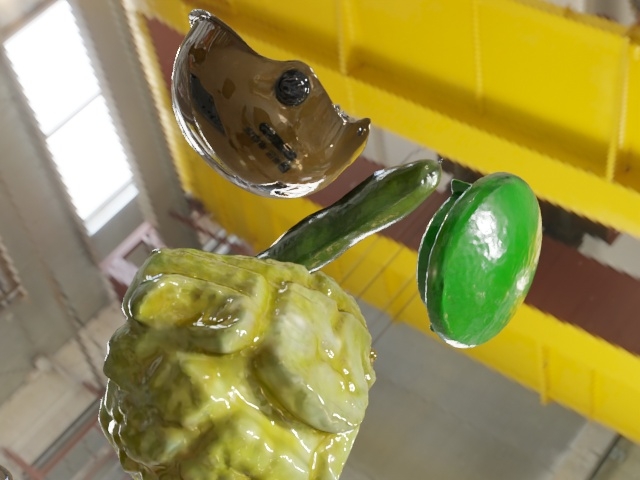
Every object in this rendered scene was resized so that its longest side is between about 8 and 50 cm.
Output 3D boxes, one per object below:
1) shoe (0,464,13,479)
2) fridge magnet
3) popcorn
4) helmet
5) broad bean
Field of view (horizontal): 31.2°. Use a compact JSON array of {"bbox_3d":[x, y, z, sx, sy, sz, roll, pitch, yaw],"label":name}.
[{"bbox_3d":[-0.267,0.178,0.714,0.071,0.179,0.049,26,-75,15],"label":"shoe"},{"bbox_3d":[0.182,0.021,1.307,0.088,0.208,0.208,21,-35,39],"label":"fridge magnet"},{"bbox_3d":[-0.056,0.096,0.743,0.167,0.185,0.187,24,4,0],"label":"popcorn"},{"bbox_3d":[-0.067,-0.121,1.166,0.224,0.130,0.198,33,-7,-27],"label":"helmet"},{"bbox_3d":[-0.001,-0.001,0.993,0.046,0.254,0.065,56,2,-11],"label":"broad bean"}]
